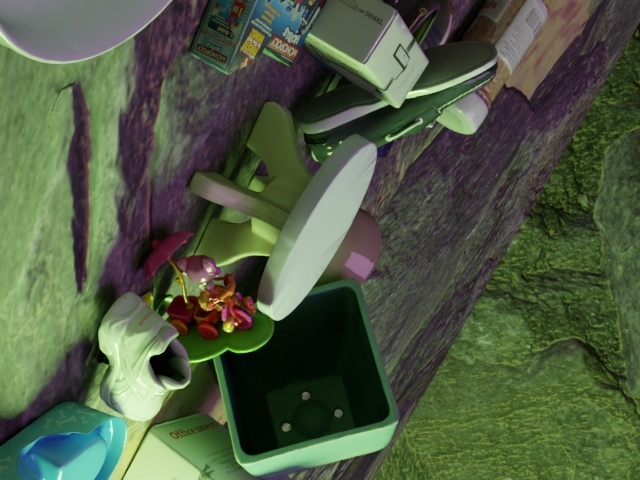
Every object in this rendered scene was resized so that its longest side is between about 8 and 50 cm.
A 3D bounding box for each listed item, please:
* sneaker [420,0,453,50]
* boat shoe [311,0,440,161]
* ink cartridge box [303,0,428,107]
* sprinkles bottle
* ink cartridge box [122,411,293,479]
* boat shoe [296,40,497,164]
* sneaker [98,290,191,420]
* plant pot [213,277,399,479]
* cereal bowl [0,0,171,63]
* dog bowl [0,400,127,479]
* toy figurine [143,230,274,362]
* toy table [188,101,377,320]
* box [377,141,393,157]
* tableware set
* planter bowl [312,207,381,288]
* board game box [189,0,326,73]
[{"bbox_3d":[0.153,-0.326,1.899,0.086,0.064,0.192,40,68,-56],"label":"sneaker"},{"bbox_3d":[0.080,-0.241,1.808,0.305,0.091,0.109,-65,161,16],"label":"boat shoe"},{"bbox_3d":[0.045,-0.269,1.587,0.086,0.148,0.203,-57,160,1],"label":"ink cartridge box"},{"bbox_3d":[0.324,-0.368,2.203,0.355,0.121,0.121,-56,161,-11],"label":"sprinkles bottle"},{"bbox_3d":[-0.146,0.411,1.910,0.117,0.283,0.207,-59,162,10],"label":"ink cartridge box"},{"bbox_3d":[0.119,-0.198,1.730,0.114,0.302,0.091,-90,158,-54],"label":"boat shoe"},{"bbox_3d":[-0.220,0.174,1.544,0.090,0.115,0.232,-49,156,-32],"label":"sneaker"},{"bbox_3d":[-0.021,0.245,1.896,0.247,0.248,0.252,-15,153,-2],"label":"plant pot"},{"bbox_3d":[-0.194,-0.316,0.909,0.339,0.141,0.339,-50,159,-26],"label":"cereal bowl"},{"bbox_3d":[-0.368,0.311,1.513,0.297,0.074,0.166,-38,152,-49],"label":"dog bowl"},{"bbox_3d":[-0.160,0.062,1.559,0.130,0.173,0.159,-57,141,-38],"label":"toy figurine"},{"bbox_3d":[-0.056,-0.048,1.641,0.274,0.160,0.252,-59,162,1],"label":"toy table"},{"bbox_3d":[0.102,-0.207,2.008,0.136,0.036,0.225,-64,162,12],"label":"box"},{"bbox_3d":[-0.250,0.119,1.605,0.104,0.024,0.154,-65,160,14],"label":"tableware set"},{"bbox_3d":[0.000,0.000,1.904,0.109,0.162,0.162,34,86,-44],"label":"planter bowl"},{"bbox_3d":[-0.067,-0.282,1.415,0.194,0.060,0.194,-60,161,4],"label":"board game box"}]
